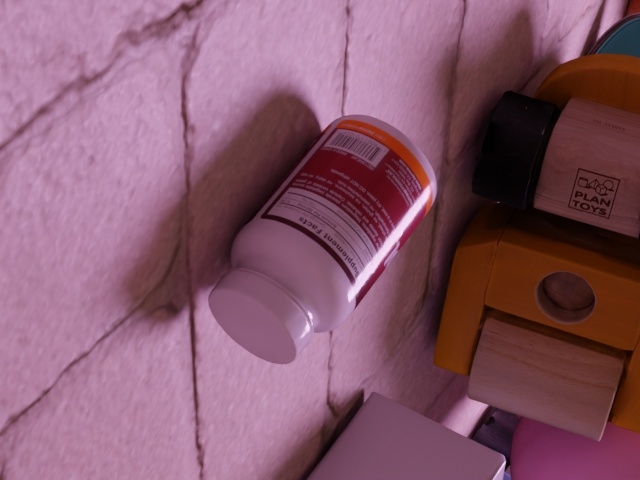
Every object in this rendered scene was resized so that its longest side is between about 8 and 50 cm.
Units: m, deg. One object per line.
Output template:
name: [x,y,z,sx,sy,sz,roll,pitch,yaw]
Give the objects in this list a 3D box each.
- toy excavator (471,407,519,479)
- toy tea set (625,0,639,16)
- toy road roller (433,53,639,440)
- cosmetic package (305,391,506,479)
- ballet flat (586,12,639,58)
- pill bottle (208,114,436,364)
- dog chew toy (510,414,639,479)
toy excavator: [0.168,0.389,1.498,0.445,0.222,0.433,-46,151,-22]
toy tea set: [0.421,-0.325,1.399,0.200,0.124,0.336,-40,147,-46]
toy road roller: [0.248,-0.010,1.253,0.240,0.203,0.329,-52,156,-55]
cosmetic package: [0.042,0.293,1.173,0.224,0.138,0.224,-48,152,-33]
ballet flat: [0.272,-0.127,1.371,0.068,0.072,0.213,-116,-131,-83]
pill bottle: [0.000,0.000,0.848,0.152,0.086,0.086,-51,154,-29]
dog chew toy: [0.284,0.157,1.422,0.206,0.207,0.331,84,-1,-51]
